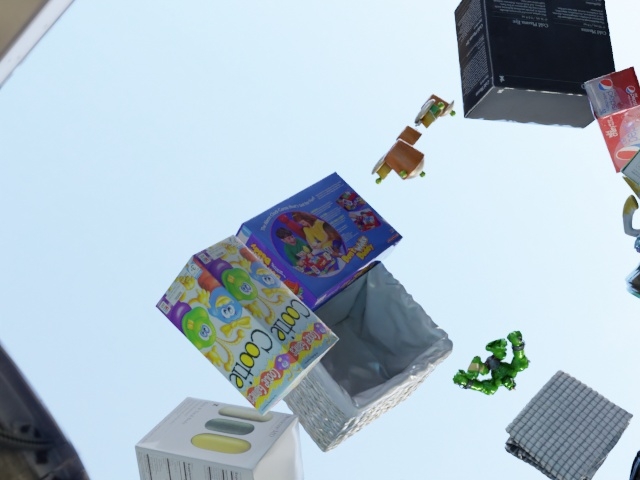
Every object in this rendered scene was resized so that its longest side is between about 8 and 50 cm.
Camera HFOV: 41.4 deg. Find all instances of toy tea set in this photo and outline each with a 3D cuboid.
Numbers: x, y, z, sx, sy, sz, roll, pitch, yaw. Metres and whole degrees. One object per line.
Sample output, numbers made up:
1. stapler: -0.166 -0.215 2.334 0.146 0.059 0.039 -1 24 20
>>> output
1. toy tea set: 0.292 -0.284 2.428 0.124 0.200 0.336 39 -100 -3

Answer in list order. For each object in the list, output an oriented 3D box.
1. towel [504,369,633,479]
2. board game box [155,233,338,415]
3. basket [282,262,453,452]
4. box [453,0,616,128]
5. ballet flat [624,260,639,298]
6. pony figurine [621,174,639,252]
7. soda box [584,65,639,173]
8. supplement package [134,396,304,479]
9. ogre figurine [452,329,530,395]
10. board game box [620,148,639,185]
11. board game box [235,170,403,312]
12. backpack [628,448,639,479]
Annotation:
1. towel: 0.640 0.502 2.208 0.235 0.121 0.283 36 -123 25
2. board game box: -0.131 0.147 1.517 0.275 0.144 0.142 44 -151 8
3. basket: 0.067 0.264 1.998 0.328 0.266 0.331 -26 -116 -33
4. box: 0.528 -0.462 2.097 0.343 0.179 0.313 3 -110 -14
5. ballet flat: 0.475 0.049 1.170 0.280 0.095 0.096 18 -90 -68
6. pony figurine: 0.965 -0.004 2.222 0.303 0.351 0.363 -29 -71 -50
7. soda box: 0.578 -0.223 1.612 0.263 0.092 0.083 35 -137 -58
8. supplement package: -0.193 0.459 1.689 0.199 0.262 0.198 -40 -50 -58
9. ogre figurine: 0.430 0.307 2.061 0.118 0.197 0.097 40 177 -30
10. board game box: 0.620 -0.150 1.179 0.242 0.316 0.064 40 -160 13
11. board game box: 0.000 0.000 1.912 0.233 0.078 0.347 45 -137 12
12. backpack: 0.649 0.467 1.642 0.098 0.101 0.120 3 -85 -80
